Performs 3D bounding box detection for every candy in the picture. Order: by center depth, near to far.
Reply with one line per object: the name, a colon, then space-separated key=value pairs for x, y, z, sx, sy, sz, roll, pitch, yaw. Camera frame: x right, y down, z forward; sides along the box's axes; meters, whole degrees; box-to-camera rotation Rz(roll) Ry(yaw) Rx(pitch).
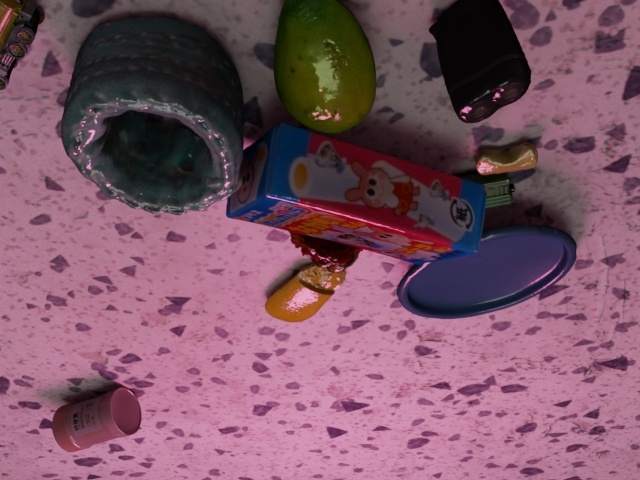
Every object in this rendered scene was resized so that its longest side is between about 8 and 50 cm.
candy: x=0.046 y=-0.051 z=1.006 sx=0.306 sy=0.100 sz=0.157 roll=15 pitch=167 yaw=-23

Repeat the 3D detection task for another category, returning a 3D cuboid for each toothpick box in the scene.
toothpick box: x=-0.448 y=0.360 z=1.541 sx=0.149 sy=0.098 sz=0.098 roll=-19 pitch=138 yaw=19

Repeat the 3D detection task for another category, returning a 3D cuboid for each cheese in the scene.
cheese: x=0.253 y=-0.113 z=1.043 sx=0.083 sy=0.030 sz=0.044 roll=-8 pitch=147 yaw=16

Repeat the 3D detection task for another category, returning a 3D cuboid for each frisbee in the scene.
frisbee: x=0.258 y=0.042 z=1.212 sx=0.290 sy=0.049 sz=0.289 roll=-9 pitch=150 yaw=-5

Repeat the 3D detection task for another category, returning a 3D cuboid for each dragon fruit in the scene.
dragon fruit: x=0.000 y=0.000 z=1.113 sx=0.162 sy=0.106 sz=0.083 roll=18 pitch=139 yaw=-24

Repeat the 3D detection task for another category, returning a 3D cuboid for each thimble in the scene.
thimble: x=-0.182 y=-0.139 z=0.903 sx=0.198 sy=0.143 sz=0.235 roll=-31 pitch=135 yaw=32

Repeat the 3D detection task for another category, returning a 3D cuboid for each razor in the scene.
razor: x=0.172 y=-0.204 z=0.835 sx=0.090 sy=0.148 sz=0.054 roll=-29 pitch=141 yaw=28

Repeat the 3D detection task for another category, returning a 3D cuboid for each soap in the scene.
soap: x=-0.027 y=0.088 z=1.276 sx=0.089 sy=0.033 sz=0.168 roll=17 pitch=137 yaw=-26

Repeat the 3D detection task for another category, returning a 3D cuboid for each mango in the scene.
mango: x=0.002 y=-0.198 z=0.874 sx=0.119 sy=0.100 sz=0.178 roll=-7 pitch=134 yaw=10

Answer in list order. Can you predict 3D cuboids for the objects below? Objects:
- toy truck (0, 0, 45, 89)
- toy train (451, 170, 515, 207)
toy truck: x=-0.356 y=-0.228 z=0.855 sx=0.063 sy=0.052 sz=0.123 roll=29 pitch=131 yaw=-27
toy train: x=0.229 y=-0.073 z=1.088 sx=0.093 sy=0.038 sz=0.056 roll=-9 pitch=134 yaw=9
